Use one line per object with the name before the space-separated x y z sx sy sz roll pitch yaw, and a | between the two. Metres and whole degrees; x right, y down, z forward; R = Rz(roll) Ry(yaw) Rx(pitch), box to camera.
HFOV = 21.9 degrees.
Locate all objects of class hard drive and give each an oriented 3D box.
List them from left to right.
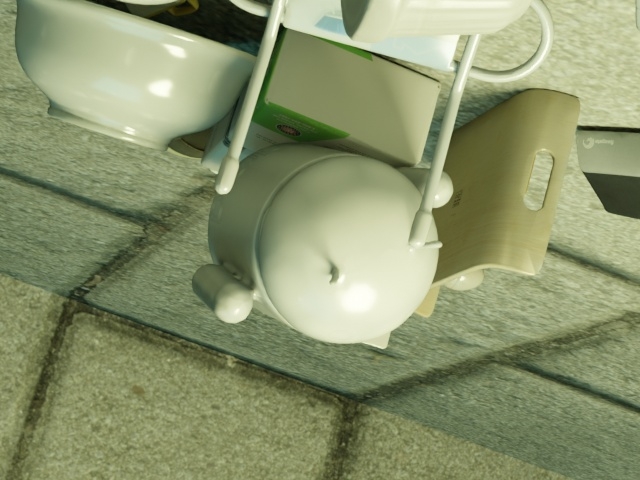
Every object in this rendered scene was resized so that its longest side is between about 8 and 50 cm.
hard drive | 0.433 -0.066 1.921 0.254 0.054 0.172 8 161 27

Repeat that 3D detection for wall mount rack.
wall mount rack | 0.041 -0.173 1.610 0.350 0.130 0.304 16 122 0

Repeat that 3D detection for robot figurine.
robot figurine | 0.000 0.000 1.801 0.200 0.300 0.353 62 164 -18

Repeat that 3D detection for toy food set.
toy food set | 0.202 -0.035 1.950 0.092 0.220 0.306 22 162 -16

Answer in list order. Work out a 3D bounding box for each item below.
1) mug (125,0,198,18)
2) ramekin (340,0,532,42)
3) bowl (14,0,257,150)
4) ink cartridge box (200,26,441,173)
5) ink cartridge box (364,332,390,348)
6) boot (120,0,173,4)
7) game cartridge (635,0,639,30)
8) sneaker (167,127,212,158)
mug | -0.171 -0.280 1.815 0.064 0.062 0.078 -7 -178 35
ramekin | 0.100 -0.278 1.236 0.127 0.273 0.273 6 164 -8
bowl | -0.222 -0.185 1.862 0.297 0.134 0.298 18 -176 -1
ink cartridge box | -0.006 -0.138 1.991 0.198 0.115 0.273 21 162 -15
ink cartridge box | 0.078 0.056 2.414 0.104 0.180 0.060 17 163 -5
boot | -0.242 -0.321 1.665 0.258 0.095 0.123 19 170 -7
game cartridge | 0.371 -0.246 1.421 0.198 0.062 0.297 16 163 17
sneaker | -0.164 -0.167 2.102 0.118 0.083 0.222 3 157 36
